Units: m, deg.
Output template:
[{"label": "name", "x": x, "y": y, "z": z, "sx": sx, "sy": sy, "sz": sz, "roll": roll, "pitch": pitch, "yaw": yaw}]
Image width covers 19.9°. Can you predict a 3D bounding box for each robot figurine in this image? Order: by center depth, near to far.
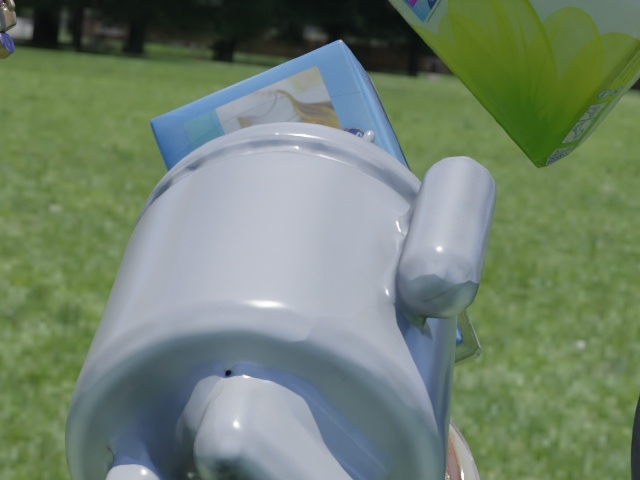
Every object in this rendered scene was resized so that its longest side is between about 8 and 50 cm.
[{"label": "robot figurine", "x": -0.025, "y": 0.064, "z": 1.022, "sx": 0.300, "sy": 0.200, "sz": 0.353, "roll": -32, "pitch": 23, "yaw": 24}]

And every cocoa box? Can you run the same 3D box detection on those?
[{"label": "cocoa box", "x": 0.000, "y": 0.000, "z": 1.949, "sx": 0.231, "sy": 0.347, "sz": 0.228, "roll": -23, "pitch": -9, "yaw": 7}]

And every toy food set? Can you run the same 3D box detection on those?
[{"label": "toy food set", "x": -0.284, "y": -0.167, "z": 1.550, "sx": 0.019, "sy": 0.122, "sz": 0.078, "roll": 6, "pitch": 40, "yaw": -37}]

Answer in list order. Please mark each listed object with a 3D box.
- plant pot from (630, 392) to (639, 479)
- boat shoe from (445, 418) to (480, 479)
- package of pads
[{"label": "plant pot", "x": 0.485, "y": 0.220, "z": 1.652, "sx": 0.280, "sy": 0.323, "sz": 0.323, "roll": -14, "pitch": -7, "yaw": 38}, {"label": "boat shoe", "x": 0.039, "y": 0.186, "z": 1.213, "sx": 0.116, "sy": 0.123, "sz": 0.324, "roll": 27, "pitch": 22, "yaw": -37}, {"label": "package of pads", "x": 0.180, "y": -0.248, "z": 1.626, "sx": 0.101, "sy": 0.229, "sz": 0.296, "roll": -29, "pitch": 73, "yaw": -41}]
